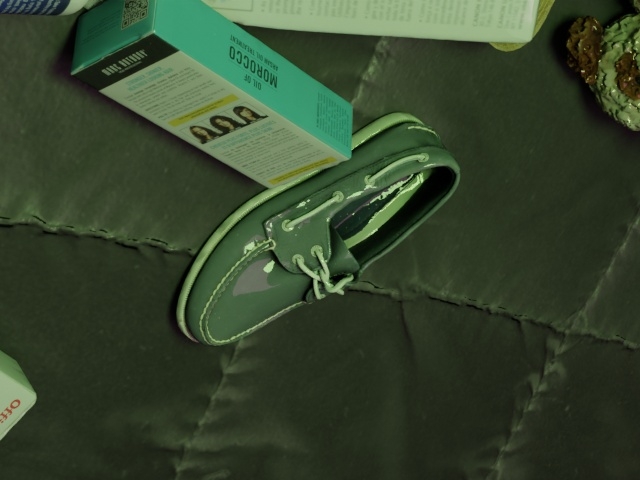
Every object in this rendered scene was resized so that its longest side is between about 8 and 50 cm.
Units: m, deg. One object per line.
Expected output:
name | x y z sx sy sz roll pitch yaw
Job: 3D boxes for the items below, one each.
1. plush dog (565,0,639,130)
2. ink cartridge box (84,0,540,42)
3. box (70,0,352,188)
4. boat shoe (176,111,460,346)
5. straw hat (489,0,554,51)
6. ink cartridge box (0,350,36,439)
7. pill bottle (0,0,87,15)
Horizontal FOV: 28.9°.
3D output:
plush dog | 0.379 -0.216 1.309 0.262 0.210 0.225 35 112 -15
ink cartridge box | 0.007 -0.326 1.002 0.385 0.091 0.308 3 120 -7
box | -0.086 -0.128 1.063 0.100 0.060 0.244 -19 147 36
boat shoe | 0.000 0.000 1.210 0.319 0.099 0.116 -39 133 -7
straw hat | 0.170 -0.256 1.188 0.144 0.061 0.144 -26 126 -40
ink cartridge box | -0.341 0.127 1.083 0.109 0.063 0.150 -46 134 -1
pill bottle | -0.219 -0.221 0.906 0.186 0.112 0.112 -3 120 -31
